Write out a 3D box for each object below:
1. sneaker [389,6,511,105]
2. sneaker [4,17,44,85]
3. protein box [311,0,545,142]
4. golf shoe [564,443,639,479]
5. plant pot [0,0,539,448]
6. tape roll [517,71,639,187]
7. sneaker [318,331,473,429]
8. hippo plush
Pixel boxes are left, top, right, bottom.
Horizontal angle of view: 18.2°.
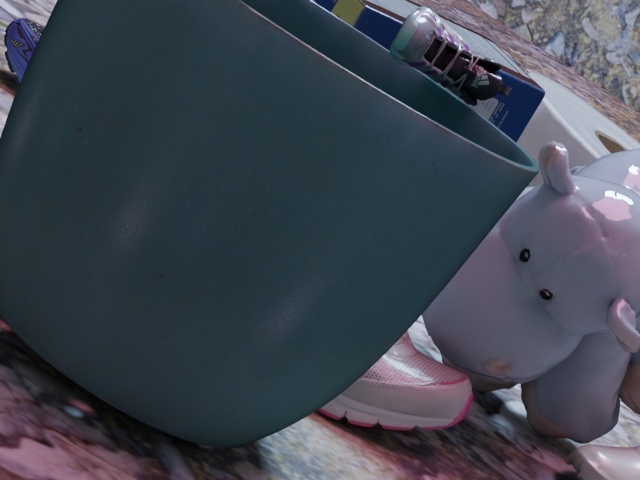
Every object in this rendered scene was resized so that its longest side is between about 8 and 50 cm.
[{"bbox_3d":[0.085,-0.107,1.212,0.069,0.038,0.098,35,10,19],"label":"sneaker"},{"bbox_3d":[-0.161,-0.126,1.645,0.221,0.087,0.083,31,13,5],"label":"sneaker"},{"bbox_3d":[0.048,-0.109,1.770,0.201,0.200,0.136,22,17,-28],"label":"protein box"},{"bbox_3d":[0.258,0.163,1.478,0.176,0.086,0.069,17,20,-37],"label":"golf shoe"},{"bbox_3d":[-0.057,-0.024,1.163,0.293,0.235,0.293,31,10,-6],"label":"plant pot"},{"bbox_3d":[0.332,-0.018,1.998,0.392,0.072,0.392,39,14,-11],"label":"tape roll"},{"bbox_3d":[-0.001,0.036,1.342,0.252,0.111,0.103,31,14,5],"label":"sneaker"},{"bbox_3d":[0.199,0.041,1.427,0.234,0.294,0.236,64,17,-1],"label":"hippo plush"}]
